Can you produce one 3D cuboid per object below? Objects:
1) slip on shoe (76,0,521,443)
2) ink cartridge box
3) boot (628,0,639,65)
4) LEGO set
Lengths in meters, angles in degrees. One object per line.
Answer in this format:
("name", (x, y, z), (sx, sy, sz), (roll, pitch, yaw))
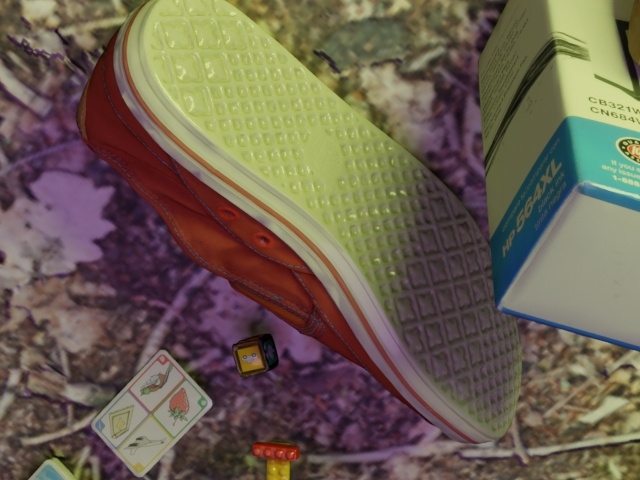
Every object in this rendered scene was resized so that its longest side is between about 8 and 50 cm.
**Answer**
("slip on shoe", (0.000, 0.000, 0.653), (0.331, 0.123, 0.101), (42, 141, -24))
("ink cartridge box", (0.162, -0.044, 0.561), (0.148, 0.203, 0.086), (15, 132, -9))
("boot", (0.296, -0.147, 0.541), (0.211, 0.104, 0.295), (37, 87, -21))
("LEGO set", (-0.086, 0.175, 0.719), (0.182, 0.060, 0.244), (46, 105, 6))
